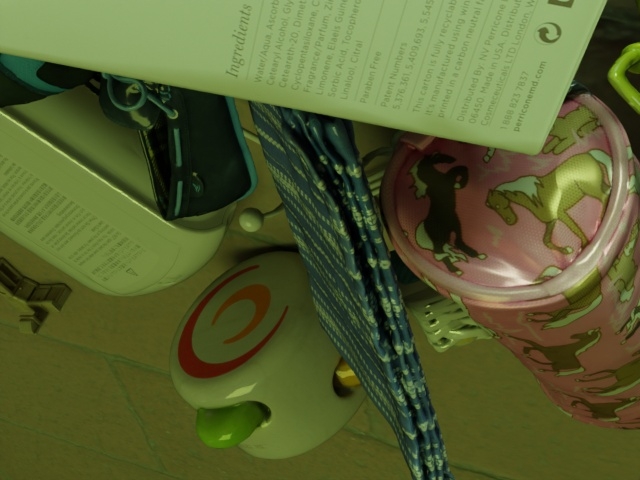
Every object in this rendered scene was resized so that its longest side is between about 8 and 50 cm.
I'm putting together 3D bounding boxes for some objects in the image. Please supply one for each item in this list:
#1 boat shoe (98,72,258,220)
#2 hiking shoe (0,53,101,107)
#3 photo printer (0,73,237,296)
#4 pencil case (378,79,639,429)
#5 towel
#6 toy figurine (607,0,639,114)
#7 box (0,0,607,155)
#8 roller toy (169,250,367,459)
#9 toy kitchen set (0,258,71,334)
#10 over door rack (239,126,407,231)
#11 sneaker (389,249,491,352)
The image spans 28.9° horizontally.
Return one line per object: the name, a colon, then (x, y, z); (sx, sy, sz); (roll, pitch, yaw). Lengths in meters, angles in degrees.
boat shoe: (-0.116, -0.106, 0.893); (0.109, 0.089, 0.258); (47, 163, 49)
hiking shoe: (-0.240, -0.222, 0.861); (0.132, 0.113, 0.304); (-10, 137, 1)
photo printer: (-0.242, -0.063, 1.226); (0.307, 0.107, 0.256); (34, 149, -16)
pencil case: (0.179, 0.026, 0.891); (0.160, 0.167, 0.386); (0, 159, 26)
towel: (0.000, 0.000, 0.876); (0.243, 0.040, 0.336); (-125, 14, -53)
toy figurine: (0.283, -0.027, 0.821); (0.362, 0.191, 0.217); (33, 154, -11)
box: (-0.035, -0.200, 0.631); (0.345, 0.215, 0.168); (10, 133, -7)
roller toy: (-0.042, 0.119, 1.282); (0.146, 0.209, 0.191); (48, -178, -33)
toy kitchen set: (-0.379, 0.071, 1.577); (0.083, 0.068, 0.075); (-3, 139, 39)
over door rack: (-0.016, -0.102, 0.996); (0.324, 0.108, 0.239); (38, 147, -20)
sneaker: (0.109, 0.042, 1.048); (0.087, 0.092, 0.228); (-19, 170, 15)
